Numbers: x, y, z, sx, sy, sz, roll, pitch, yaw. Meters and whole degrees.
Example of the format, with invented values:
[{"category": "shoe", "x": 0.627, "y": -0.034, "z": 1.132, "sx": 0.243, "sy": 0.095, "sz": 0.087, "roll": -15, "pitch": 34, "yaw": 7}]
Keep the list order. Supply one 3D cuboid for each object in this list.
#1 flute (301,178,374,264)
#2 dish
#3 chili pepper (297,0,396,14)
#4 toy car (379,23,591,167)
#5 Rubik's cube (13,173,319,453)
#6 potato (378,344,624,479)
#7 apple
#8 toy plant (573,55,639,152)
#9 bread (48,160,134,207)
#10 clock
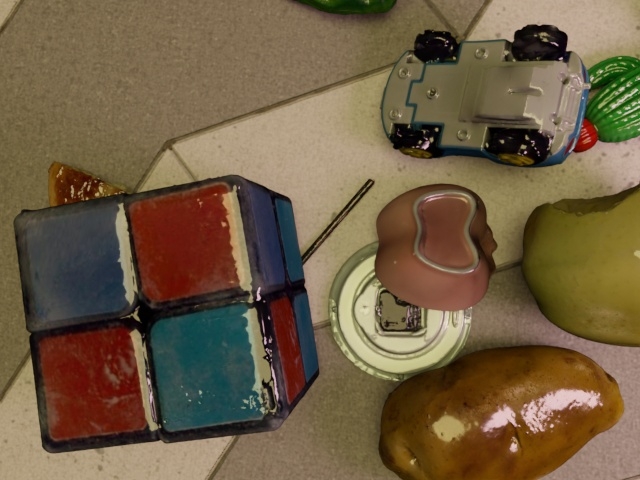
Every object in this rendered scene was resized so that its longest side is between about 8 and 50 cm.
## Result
[{"category": "flute", "x": 0.000, "y": 0.000, "z": 1.011, "sx": 0.014, "sy": 0.014, "sz": 0.269, "roll": 41, "pitch": 90, "yaw": 6}, {"category": "dish", "x": 0.186, "y": -0.003, "z": 0.926, "sx": 0.213, "sy": 0.090, "sz": 0.213, "roll": 1, "pitch": 69, "yaw": -2}, {"category": "chili pepper", "x": 0.028, "y": -0.426, "z": 1.005, "sx": 0.257, "sy": 0.074, "sz": 0.100, "roll": 15, "pitch": 88, "yaw": 7}, {"category": "toy car", "x": 0.246, "y": -0.208, "z": 0.935, "sx": 0.314, "sy": 0.166, "sz": 0.198, "roll": 9, "pitch": 84, "yaw": 35}, {"category": "Rubik's cube", "x": -0.192, "y": 0.094, "z": 0.866, "sx": 0.313, "sy": 0.316, "sz": 0.318, "roll": -10, "pitch": 88, "yaw": 8}, {"category": "potato", "x": 0.264, "y": 0.267, "z": 0.903, "sx": 0.369, "sy": 0.176, "sz": 0.195, "roll": -18, "pitch": 58, "yaw": 0}, {"category": "apple", "x": 0.428, "y": 0.027, "z": 0.849, "sx": 0.279, "sy": 0.279, "sz": 0.279, "roll": 0, "pitch": 86, "yaw": 5}, {"category": "toy plant", "x": 0.477, "y": -0.219, "z": 0.949, "sx": 0.240, "sy": 0.088, "sz": 0.155, "roll": -6, "pitch": 74, "yaw": 15}, {"category": "bread", "x": -0.404, "y": -0.049, "z": 1.030, "sx": 0.154, "sy": 0.054, "sz": 0.136, "roll": 19, "pitch": 87, "yaw": 11}, {"category": "clock", "x": 0.129, "y": 0.111, "z": 0.974, "sx": 0.236, "sy": 0.053, "sz": 0.236, "roll": 0, "pitch": 87, "yaw": 4}]
